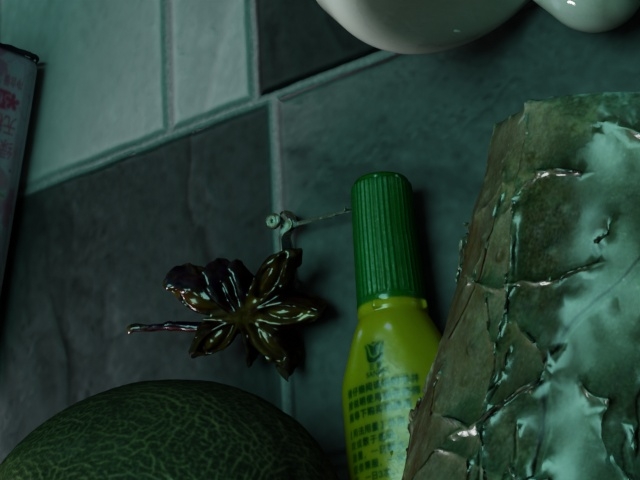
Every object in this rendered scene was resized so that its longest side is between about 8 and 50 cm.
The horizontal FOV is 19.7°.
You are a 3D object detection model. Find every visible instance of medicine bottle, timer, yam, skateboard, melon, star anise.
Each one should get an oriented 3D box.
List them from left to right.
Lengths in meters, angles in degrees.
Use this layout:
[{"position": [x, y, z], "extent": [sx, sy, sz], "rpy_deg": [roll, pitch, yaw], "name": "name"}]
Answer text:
[{"position": [-0.122, 0.221, 1.329], "extent": [0.301, 0.237, 0.238], "rpy_deg": [-17, 66, 41], "name": "melon"}, {"position": [-0.079, 0.058, 1.450], "extent": [0.190, 0.070, 0.097], "rpy_deg": [-8, 109, 24], "name": "star anise"}, {"position": [0.000, 0.000, 1.435], "extent": [0.083, 0.032, 0.064], "rpy_deg": [-17, 76, 38], "name": "skateboard"}, {"position": [0.054, 0.076, 1.339], "extent": [0.095, 0.064, 0.261], "rpy_deg": [-19, 66, 33], "name": "medicine bottle"}, {"position": [0.095, -0.234, 1.292], "extent": [0.233, 0.233, 0.240], "rpy_deg": [-54, 48, 14], "name": "timer"}, {"position": [0.172, 0.088, 1.129], "extent": [0.241, 0.241, 0.348], "rpy_deg": [3, 75, 41], "name": "yam"}]

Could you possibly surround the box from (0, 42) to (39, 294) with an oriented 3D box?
[{"position": [-0.371, -0.020, 1.648], "extent": [0.112, 0.190, 0.370], "rpy_deg": [-3, 74, 39], "name": "box"}]
